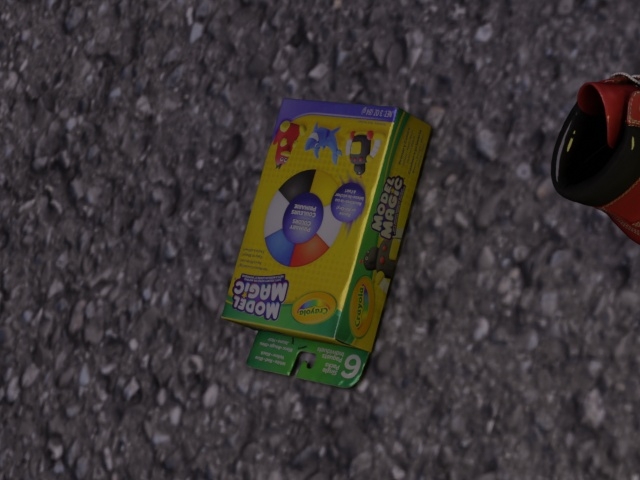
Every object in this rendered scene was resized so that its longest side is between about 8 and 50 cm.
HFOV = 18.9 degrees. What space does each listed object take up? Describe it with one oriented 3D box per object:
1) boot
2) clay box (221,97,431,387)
[{"bbox_3d":[0.264,-0.109,1.289,0.244,0.176,0.088,-54,47,9],"label":"boot"},{"bbox_3d":[0.000,0.000,1.545,0.127,0.053,0.222,8,78,41],"label":"clay box"}]
